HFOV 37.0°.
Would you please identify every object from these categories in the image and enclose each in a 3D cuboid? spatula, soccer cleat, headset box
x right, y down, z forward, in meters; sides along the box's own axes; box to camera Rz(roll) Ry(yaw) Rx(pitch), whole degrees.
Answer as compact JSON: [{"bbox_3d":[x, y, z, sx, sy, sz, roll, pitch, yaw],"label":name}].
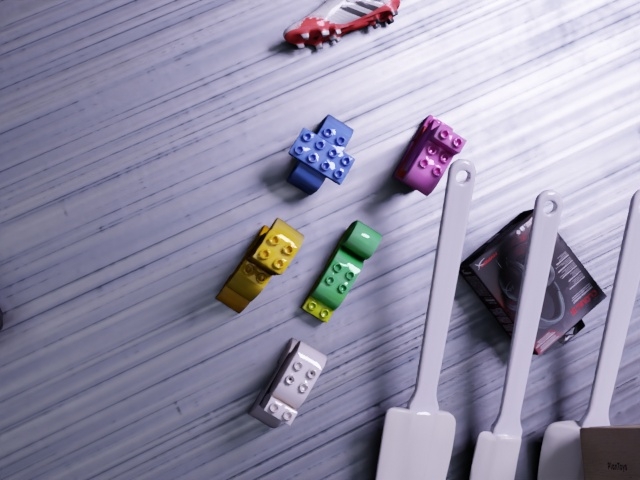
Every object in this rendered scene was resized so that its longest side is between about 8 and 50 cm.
[{"bbox_3d":[0.127,0.076,0.601,0.168,0.019,0.242,7,100,-10],"label":"spatula"},{"bbox_3d":[0.012,-0.149,0.619,0.083,0.029,0.036,-20,82,-13],"label":"soccer cleat"},{"bbox_3d":[0.141,0.030,0.627,0.062,0.032,0.083,-38,92,-9],"label":"headset box"}]

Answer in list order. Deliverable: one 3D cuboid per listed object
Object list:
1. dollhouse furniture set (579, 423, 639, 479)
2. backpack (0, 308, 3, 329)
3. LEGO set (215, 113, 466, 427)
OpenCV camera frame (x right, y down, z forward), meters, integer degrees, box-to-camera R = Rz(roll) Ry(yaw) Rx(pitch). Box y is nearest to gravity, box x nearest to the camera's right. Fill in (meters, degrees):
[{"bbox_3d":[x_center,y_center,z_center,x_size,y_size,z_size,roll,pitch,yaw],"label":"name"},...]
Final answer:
[{"bbox_3d":[0.255,0.225,0.545,0.160,0.212,0.242,-1,80,-10],"label":"dollhouse furniture set"},{"bbox_3d":[-0.287,0.041,0.515,0.182,0.115,0.152,-31,95,-7],"label":"backpack"},{"bbox_3d":[0.000,0.000,0.574,0.087,0.093,0.227,31,83,-7],"label":"LEGO set"}]
